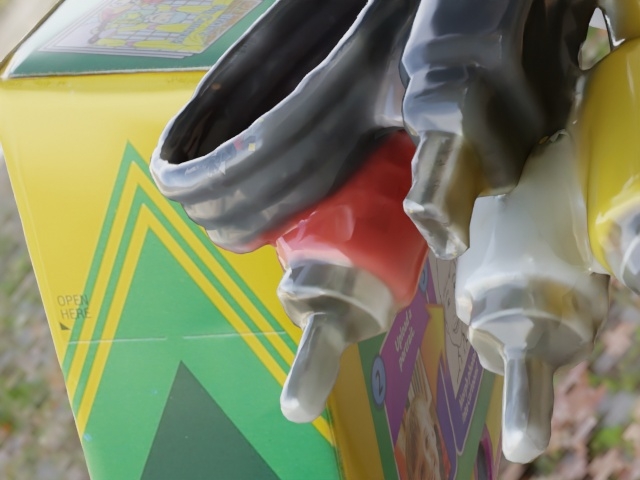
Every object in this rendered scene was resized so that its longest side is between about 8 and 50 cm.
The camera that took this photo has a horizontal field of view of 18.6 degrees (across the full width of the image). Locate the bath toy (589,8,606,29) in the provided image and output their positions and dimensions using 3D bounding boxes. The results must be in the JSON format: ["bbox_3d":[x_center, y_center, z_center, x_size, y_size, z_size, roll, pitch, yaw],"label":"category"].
[{"bbox_3d":[0.044,-0.184,1.130,0.348,0.129,0.151,6,60,21],"label":"bath toy"}]

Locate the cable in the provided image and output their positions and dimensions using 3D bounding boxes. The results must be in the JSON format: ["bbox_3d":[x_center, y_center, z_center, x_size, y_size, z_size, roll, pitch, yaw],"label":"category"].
[{"bbox_3d":[0.054,-0.076,0.480,0.139,0.072,0.287,-7,44,35],"label":"cable"}]

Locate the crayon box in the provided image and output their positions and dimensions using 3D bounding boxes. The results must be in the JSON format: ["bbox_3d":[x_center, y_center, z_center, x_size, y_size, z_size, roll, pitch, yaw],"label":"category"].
[{"bbox_3d":[0.000,0.000,0.838,0.106,0.313,0.363,-4,26,16],"label":"crayon box"}]
